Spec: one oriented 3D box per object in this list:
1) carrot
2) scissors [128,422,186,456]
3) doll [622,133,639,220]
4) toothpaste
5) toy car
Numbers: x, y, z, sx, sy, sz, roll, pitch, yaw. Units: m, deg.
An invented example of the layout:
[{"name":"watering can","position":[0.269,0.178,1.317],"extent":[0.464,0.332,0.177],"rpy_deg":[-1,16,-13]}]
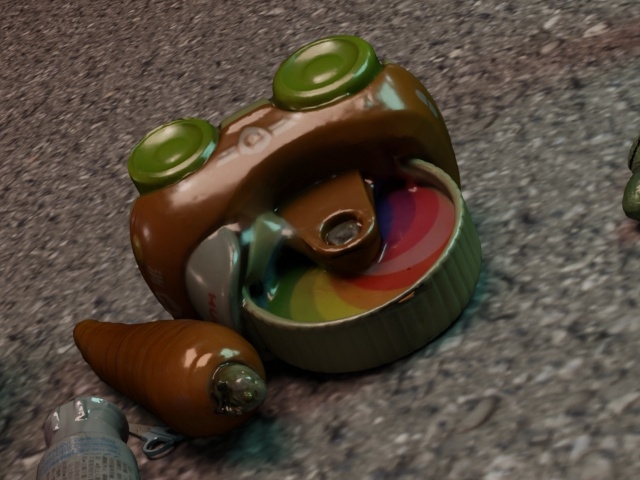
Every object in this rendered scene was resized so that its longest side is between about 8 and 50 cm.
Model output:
[{"name":"carrot","position":[-0.111,0.080,0.993],"extent":[0.069,0.069,0.336],"rpy_deg":[-35,16,-21]},{"name":"scissors","position":[-0.112,0.121,0.974],"extent":[0.036,0.006,0.083],"rpy_deg":[-36,21,-30]},{"name":"doll","position":[0.231,-0.072,0.946],"extent":[0.115,0.077,0.150],"rpy_deg":[-23,29,41]},{"name":"toothpaste","position":[-0.125,0.165,0.824],"extent":[0.089,0.057,0.234],"rpy_deg":[-27,26,5]},{"name":"toy car","position":[0.000,0.000,0.980],"extent":[0.235,0.145,0.235],"rpy_deg":[-17,38,13]}]
